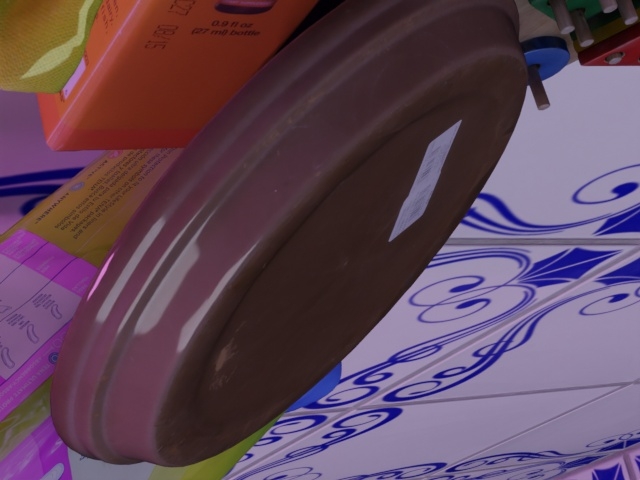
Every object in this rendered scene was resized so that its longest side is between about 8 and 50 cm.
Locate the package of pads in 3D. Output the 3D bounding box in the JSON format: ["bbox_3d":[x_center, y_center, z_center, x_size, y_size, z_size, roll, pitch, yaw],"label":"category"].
[{"bbox_3d":[-0.114,0.076,0.696,0.296,0.101,0.229,-45,155,-35],"label":"package of pads"}]

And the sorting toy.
[{"bbox_3d":[0.137,-0.116,0.708,0.275,0.046,0.132,-26,158,29],"label":"sorting toy"}]

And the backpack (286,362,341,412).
[{"bbox_3d":[-0.047,0.067,0.973,0.098,0.120,0.101,-25,158,30],"label":"backpack"}]

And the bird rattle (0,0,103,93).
[{"bbox_3d":[-0.060,-0.127,0.321,0.254,0.143,0.207,-20,-176,33],"label":"bird rattle"}]

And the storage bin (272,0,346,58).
[{"bbox_3d":[0.010,-0.087,0.627,0.091,0.098,0.135,-6,136,-52],"label":"storage bin"}]

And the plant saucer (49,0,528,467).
[{"bbox_3d":[0.000,0.000,0.581,0.278,0.041,0.278,-43,162,-18],"label":"plant saucer"}]

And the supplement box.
[{"bbox_3d":[-0.046,-0.119,0.522,0.078,0.080,0.233,-3,160,-32],"label":"supplement box"}]
